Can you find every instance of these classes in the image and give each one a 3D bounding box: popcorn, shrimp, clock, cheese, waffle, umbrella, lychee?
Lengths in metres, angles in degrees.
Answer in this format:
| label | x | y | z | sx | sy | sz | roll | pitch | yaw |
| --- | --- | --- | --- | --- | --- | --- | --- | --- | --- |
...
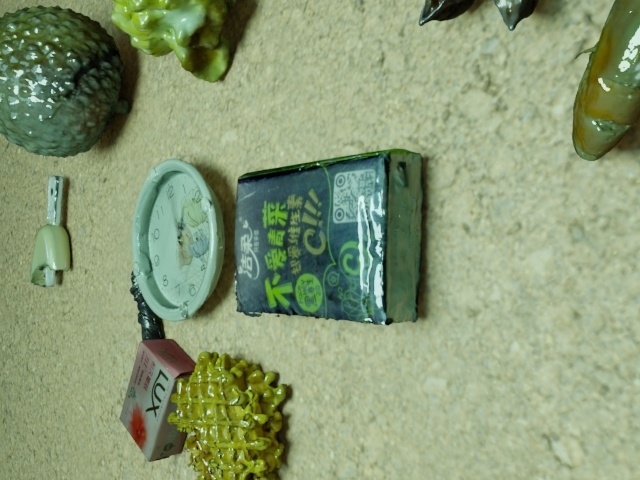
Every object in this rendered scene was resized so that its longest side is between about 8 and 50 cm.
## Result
| label | x | y | z | sx | sy | sz | roll | pitch | yaw |
| --- | --- | --- | --- | --- | --- | --- | --- | --- | --- |
| popcorn | -0.186 | -0.324 | 0.792 | 0.198 | 0.198 | 0.213 | -25 | 96 | 41 |
| shrimp | 0.214 | -0.153 | 0.391 | 0.115 | 0.051 | 0.217 | -77 | -4 | -46 |
| clock | -0.203 | 0.000 | 0.856 | 0.236 | 0.053 | 0.237 | -2 | 87 | 47 |
| cheese | -0.555 | -0.017 | 1.208 | 0.127 | 0.049 | 0.235 | 0 | 86 | 47 |
| waffle | -0.125 | 0.246 | 0.752 | 0.193 | 0.070 | 0.197 | 22 | 103 | 43 |
| umbrella | -0.282 | 0.097 | 0.939 | 0.037 | 0.040 | 0.144 | -38 | 61 | 47 |
| lychee | -0.465 | -0.273 | 1.002 | 0.255 | 0.274 | 0.255 | -52 | 25 | 37 |

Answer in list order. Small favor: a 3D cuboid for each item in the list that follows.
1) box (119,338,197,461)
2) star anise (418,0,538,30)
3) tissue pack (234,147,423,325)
| label | x | y | z | sx | sy | sz | roll | pitch | yaw |
| --- | --- | --- | --- | --- | --- | --- | --- | --- | --- |
| box | -0.239 | 0.236 | 0.875 | 0.111 | 0.060 | 0.156 | 30 | 109 | 40 |
| star anise | 0.146 | -0.296 | 0.507 | 0.262 | 0.081 | 0.230 | 43 | 118 | 25 |
| tissue pack | 0.000 | 0.000 | 0.640 | 0.235 | 0.073 | 0.174 | -3 | 85 | 45 |
